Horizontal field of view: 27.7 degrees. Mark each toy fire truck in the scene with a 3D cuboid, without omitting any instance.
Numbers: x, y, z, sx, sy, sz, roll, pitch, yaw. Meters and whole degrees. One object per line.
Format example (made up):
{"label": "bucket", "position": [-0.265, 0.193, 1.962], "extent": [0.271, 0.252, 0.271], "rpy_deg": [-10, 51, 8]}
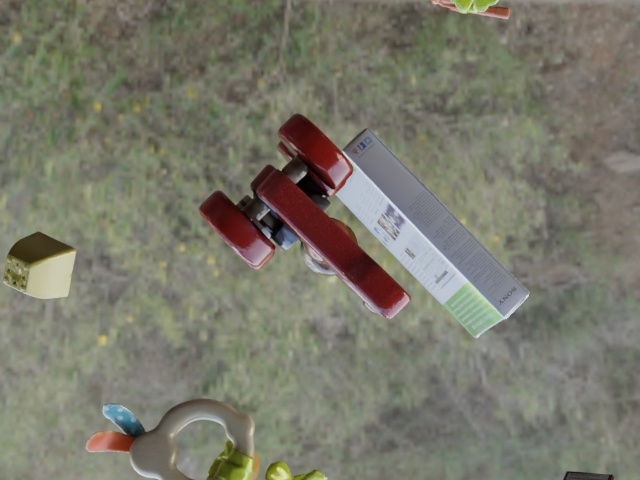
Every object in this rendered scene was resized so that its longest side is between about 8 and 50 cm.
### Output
{"label": "toy fire truck", "position": [0.000, 0.000, 1.585], "extent": [0.169, 0.254, 0.302], "rpy_deg": [-44, 179, -3]}

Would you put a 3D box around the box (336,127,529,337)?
{"label": "box", "position": [0.149, -0.004, 1.867], "extent": [0.058, 0.322, 0.232], "rpy_deg": [-42, 175, -10]}

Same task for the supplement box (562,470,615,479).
{"label": "supplement box", "position": [0.211, 0.233, 1.054], "extent": [0.043, 0.083, 0.055], "rpy_deg": [0, 115, 28]}

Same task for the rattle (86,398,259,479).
{"label": "rattle", "position": [-0.179, 0.257, 1.619], "extent": [0.199, 0.130, 0.143], "rpy_deg": [0, -178, 1]}

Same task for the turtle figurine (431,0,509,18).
{"label": "turtle figurine", "position": [0.095, -0.262, 1.139], "extent": [0.269, 0.217, 0.087], "rpy_deg": [32, 104, -22]}

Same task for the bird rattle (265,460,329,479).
{"label": "bird rattle", "position": [-0.072, 0.394, 1.622], "extent": [0.253, 0.207, 0.143], "rpy_deg": [-29, 172, -16]}

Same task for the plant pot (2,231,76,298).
{"label": "plant pot", "position": [-0.433, 0.043, 1.965], "extent": [0.081, 0.081, 0.083], "rpy_deg": [23, -159, 25]}
